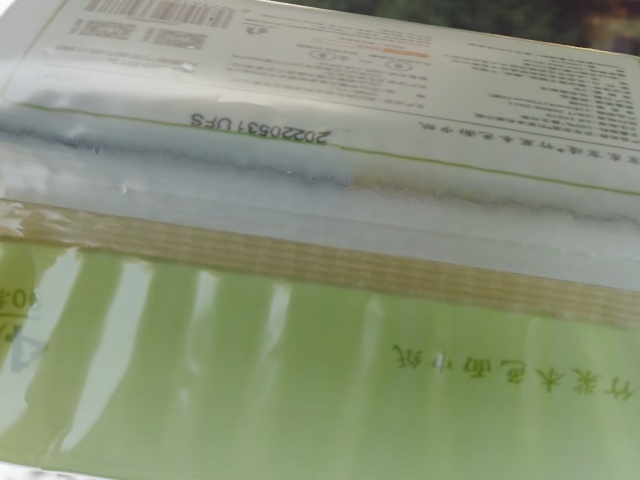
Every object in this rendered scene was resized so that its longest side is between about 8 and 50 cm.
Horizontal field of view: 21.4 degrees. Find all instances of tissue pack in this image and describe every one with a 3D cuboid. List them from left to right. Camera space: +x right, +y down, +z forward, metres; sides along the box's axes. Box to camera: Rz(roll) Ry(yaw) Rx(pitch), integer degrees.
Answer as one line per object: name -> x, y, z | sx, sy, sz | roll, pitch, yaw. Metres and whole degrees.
tissue pack -> 0.000, 0.000, 0.536 | 0.159, 0.234, 0.125 | -79, -2, -66
